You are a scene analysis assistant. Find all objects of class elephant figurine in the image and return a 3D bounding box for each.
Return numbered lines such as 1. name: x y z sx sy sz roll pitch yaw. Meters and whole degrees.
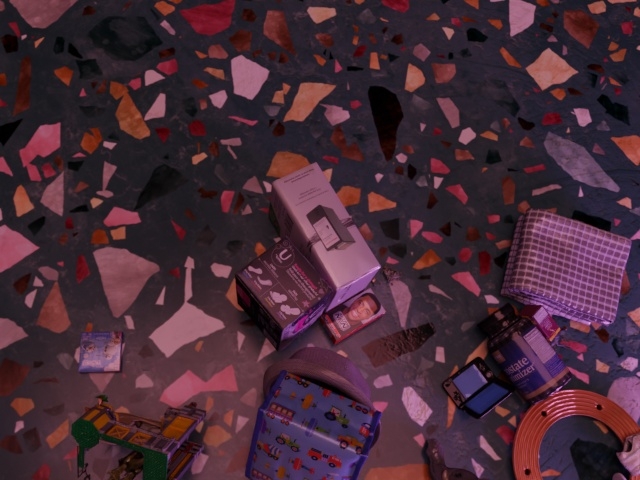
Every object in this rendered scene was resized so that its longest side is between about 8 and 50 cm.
1. elephant figurine: 0.311 0.564 1.358 0.186 0.169 0.239 42 51 -20

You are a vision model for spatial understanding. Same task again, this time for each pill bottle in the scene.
1. pill bottle: 0.469 0.259 1.495 0.122 0.123 0.219 -32 76 -16

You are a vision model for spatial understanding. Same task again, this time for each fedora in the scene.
1. fedora: 0.014 0.330 1.393 0.275 0.244 0.124 24 39 7

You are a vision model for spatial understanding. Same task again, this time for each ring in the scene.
1. ring: 0.598 0.512 1.465 0.336 0.032 0.337 2 70 -6

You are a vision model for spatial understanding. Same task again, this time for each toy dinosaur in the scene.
1. toy dinosaur: 0.569 0.237 1.560 0.090 0.047 0.082 19 50 12

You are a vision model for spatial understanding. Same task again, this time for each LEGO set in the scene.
1. LEGO set: 0.164 0.087 1.577 0.083 0.023 0.054 -32 76 -16
2. LEGO set: -0.355 0.452 1.291 0.254 0.192 0.331 4 105 15

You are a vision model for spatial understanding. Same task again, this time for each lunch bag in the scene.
1. lunch bag: -0.033 0.447 1.300 0.220 0.293 0.138 22 29 9

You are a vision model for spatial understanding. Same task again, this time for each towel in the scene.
1. towel: 0.612 0.067 1.583 0.283 0.121 0.235 18 70 0

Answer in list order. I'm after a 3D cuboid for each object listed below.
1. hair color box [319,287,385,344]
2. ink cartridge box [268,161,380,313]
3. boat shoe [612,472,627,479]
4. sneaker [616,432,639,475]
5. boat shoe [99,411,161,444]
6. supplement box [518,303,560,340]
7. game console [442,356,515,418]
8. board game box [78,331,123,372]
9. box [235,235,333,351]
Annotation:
1. hair color box: 0.076 0.180 1.523 0.141 0.043 0.072 -29 74 -16
2. ink cartridge box: 0.000 0.000 1.494 0.121 0.211 0.289 -27 76 -16
3. boat shoe: 0.686 0.563 1.424 0.035 0.035 0.100 -8 64 -38
4. sneaker: 0.735 0.459 1.455 0.152 0.054 0.061 -41 77 -18
5. boat shoe: -0.406 0.402 1.371 0.189 0.072 0.068 4 69 -5
6. supplement box: 0.527 0.198 1.545 0.043 0.055 0.083 -44 103 -19
7. game console: 0.365 0.338 1.481 0.122 0.071 0.107 -32 76 -17
8. board game box: -0.495 0.252 1.446 0.090 0.020 0.090 -1 71 -7
9. box: -0.083 0.124 1.416 0.142 0.247 0.163 -38 78 -16
